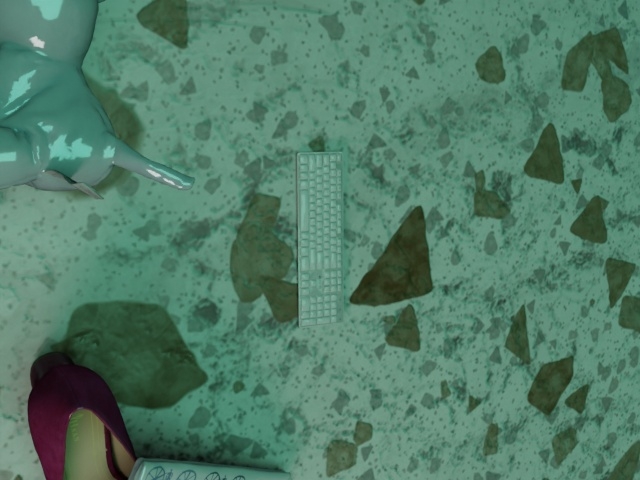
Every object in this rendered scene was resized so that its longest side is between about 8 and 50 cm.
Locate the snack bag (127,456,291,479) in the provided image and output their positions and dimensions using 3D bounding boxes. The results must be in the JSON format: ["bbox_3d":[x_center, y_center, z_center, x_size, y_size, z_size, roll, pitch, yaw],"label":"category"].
[{"bbox_3d":[-0.194,0.444,0.914,0.323,0.037,0.343,34,80,-55],"label":"snack bag"}]

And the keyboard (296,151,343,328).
[{"bbox_3d":[0.000,0.000,1.040,0.072,0.014,0.256,-5,100,-28],"label":"keyboard"}]

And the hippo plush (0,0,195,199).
[{"bbox_3d":[-0.308,-0.166,0.694,0.234,0.294,0.237,-11,105,-49],"label":"hippo plush"}]

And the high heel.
[{"bbox_3d":[-0.256,0.320,0.851,0.127,0.181,0.377,-27,110,-23],"label":"high heel"}]
